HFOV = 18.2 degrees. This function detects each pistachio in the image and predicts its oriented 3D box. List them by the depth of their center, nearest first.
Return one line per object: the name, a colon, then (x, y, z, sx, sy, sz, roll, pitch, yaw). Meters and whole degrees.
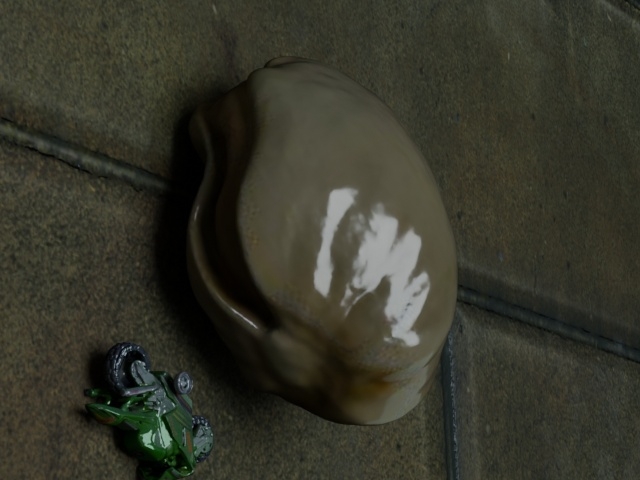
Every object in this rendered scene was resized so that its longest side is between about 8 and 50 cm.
pistachio: (0.000, 0.000, 2.287, 0.365, 0.281, 0.445, 1, 66, -50)

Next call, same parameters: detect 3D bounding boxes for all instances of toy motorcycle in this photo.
toy motorcycle: (-0.178, 0.193, 2.112, 0.190, 0.074, 0.106, 51, 49, -38)
